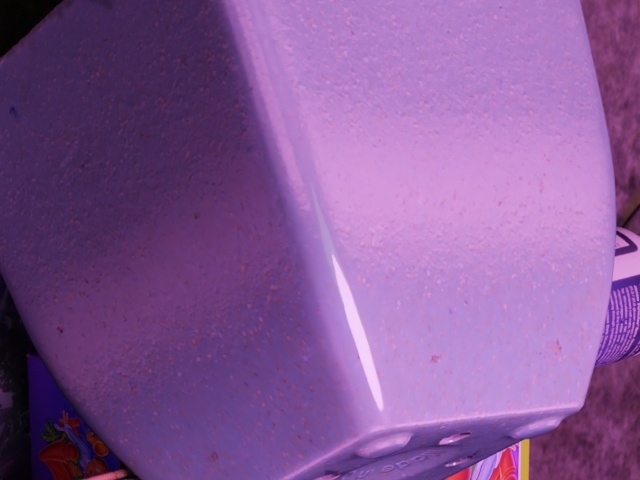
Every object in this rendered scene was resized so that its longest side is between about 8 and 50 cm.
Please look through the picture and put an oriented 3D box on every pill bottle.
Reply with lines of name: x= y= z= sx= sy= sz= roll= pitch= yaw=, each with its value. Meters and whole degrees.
pill bottle: x=0.175 y=0.041 z=1.349 sx=0.169 sy=0.094 sz=0.094 roll=-12 pitch=103 yaw=-41

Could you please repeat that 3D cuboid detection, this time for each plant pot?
plant pot: x=0.000 y=0.000 z=0.989 sx=0.247 sy=0.248 sz=0.252 roll=-2 pitch=68 yaw=-43

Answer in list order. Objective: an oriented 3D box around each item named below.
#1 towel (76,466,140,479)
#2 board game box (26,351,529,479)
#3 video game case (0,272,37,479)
towel: x=-0.065 y=0.242 z=1.025 sx=0.370 sy=0.040 sz=0.271 roll=-8 pitch=97 yaw=-51
board game box: x=-0.012 y=0.157 z=1.183 sx=0.347 sy=0.078 sz=0.233 roll=-10 pitch=104 yaw=-45
video game case: x=-0.192 y=0.048 z=1.064 sx=0.274 sy=0.026 sz=0.196 roll=31 pitch=74 yaw=-41
